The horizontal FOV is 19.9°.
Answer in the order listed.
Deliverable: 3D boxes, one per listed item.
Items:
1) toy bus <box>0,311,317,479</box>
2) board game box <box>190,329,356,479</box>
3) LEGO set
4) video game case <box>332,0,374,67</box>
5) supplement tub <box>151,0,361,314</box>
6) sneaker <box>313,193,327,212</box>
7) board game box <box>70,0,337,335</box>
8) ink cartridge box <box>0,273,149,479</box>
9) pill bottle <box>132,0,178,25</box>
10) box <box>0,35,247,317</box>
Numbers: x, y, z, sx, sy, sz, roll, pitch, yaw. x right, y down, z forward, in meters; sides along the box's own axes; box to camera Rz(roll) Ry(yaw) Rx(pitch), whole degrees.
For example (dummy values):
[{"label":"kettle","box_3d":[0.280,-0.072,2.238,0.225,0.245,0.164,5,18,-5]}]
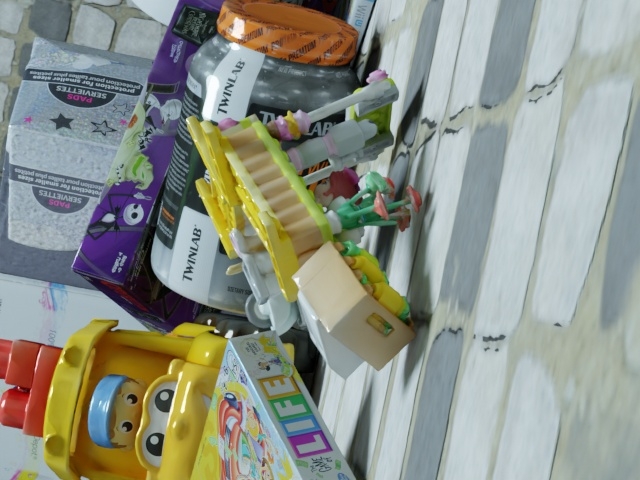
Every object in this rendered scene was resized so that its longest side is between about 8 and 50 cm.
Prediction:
[{"label":"toy bus","box_3d":[-0.119,0.108,1.181,0.220,0.211,0.150,166,117,-83]},{"label":"board game box","box_3d":[-0.029,0.134,0.900,0.103,0.026,0.154,59,147,37]},{"label":"LEGO set","box_3d":[0.011,-0.020,0.889,0.287,0.107,0.132,-179,66,-80]},{"label":"video game case","box_3d":[0.023,-0.168,1.341,0.166,0.015,0.119,108,172,-53]},{"label":"supplement tub","box_3d":[-0.040,-0.056,1.203,0.117,0.117,0.190,-93,15,-70]},{"label":"sneaker","box_3d":[0.000,0.000,1.131,0.044,0.040,0.109,-63,2,-26]},{"label":"board game box","box_3d":[-0.069,-0.104,1.350,0.208,0.056,0.347,59,-130,-73]},{"label":"ink cartridge box","box_3d":[-0.257,0.115,1.705,0.131,0.306,0.226,-91,13,-65]},{"label":"pill bottle","box_3d":[-0.060,-0.375,1.516,0.408,0.229,0.229,108,172,-46]},{"label":"box","box_3d":[-0.140,-0.051,1.537,0.142,0.247,0.163,-87,10,-51]}]
